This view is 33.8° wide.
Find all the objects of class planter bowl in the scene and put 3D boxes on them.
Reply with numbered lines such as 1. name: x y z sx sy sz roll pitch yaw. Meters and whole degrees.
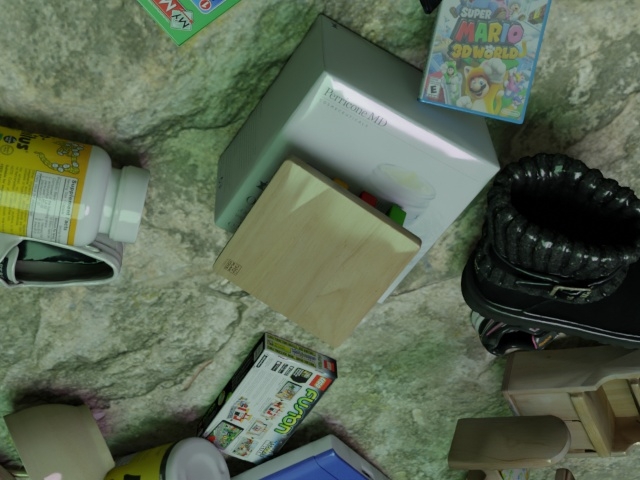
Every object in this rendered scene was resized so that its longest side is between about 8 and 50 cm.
1. planter bowl: -0.347 0.288 1.430 0.109 0.162 0.162 -25 129 -16

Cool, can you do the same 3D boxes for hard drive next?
1. hard drive: -0.068 0.401 1.565 0.319 0.040 0.210 -27 137 17

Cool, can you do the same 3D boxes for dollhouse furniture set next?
1. dollhouse furniture set: 0.345 0.329 1.291 0.257 0.394 0.362 -9 130 30

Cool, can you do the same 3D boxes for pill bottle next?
1. pill bottle: -0.302 -0.058 1.176 0.208 0.117 0.117 11 126 -11
2. pill bottle: -0.239 0.354 1.476 0.209 0.119 0.119 -22 127 32

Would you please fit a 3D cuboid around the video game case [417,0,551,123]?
1. video game case: 0.173 -0.214 1.088 0.119 0.015 0.166 10 97 -16

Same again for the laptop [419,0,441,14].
1. laptop: 0.172 -0.374 0.942 0.137 0.264 0.234 8 137 39

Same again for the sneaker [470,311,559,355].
1. sneaker: 0.288 0.107 1.356 0.178 0.077 0.072 -22 126 13

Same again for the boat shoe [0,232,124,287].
1. boat shoe: -0.366 0.014 1.233 0.268 0.088 0.096 6 127 -15

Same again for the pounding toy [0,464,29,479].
1. pounding toy: -0.488 0.352 1.510 0.141 0.100 0.130 -18 126 24

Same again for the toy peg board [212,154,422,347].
1. toy peg board: 0.000 0.000 1.102 0.161 0.079 0.161 33 121 -7

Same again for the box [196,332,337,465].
1. box: -0.077 0.224 1.455 0.114 0.036 0.207 24 123 -20

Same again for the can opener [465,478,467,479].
1. can opener: 0.327 0.427 1.624 0.283 0.076 0.095 21 156 -18

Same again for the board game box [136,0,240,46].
1. board game box: -0.158 -0.362 0.994 0.214 0.046 0.317 -31 123 20

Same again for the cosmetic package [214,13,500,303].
1. cosmetic package: 0.035 -0.084 1.161 0.224 0.138 0.224 26 121 -21

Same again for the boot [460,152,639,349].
1. boot: 0.340 0.019 1.195 0.348 0.131 0.260 2 154 -4
